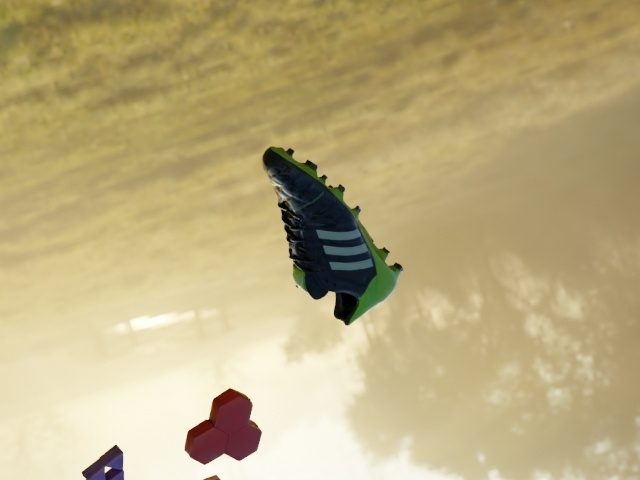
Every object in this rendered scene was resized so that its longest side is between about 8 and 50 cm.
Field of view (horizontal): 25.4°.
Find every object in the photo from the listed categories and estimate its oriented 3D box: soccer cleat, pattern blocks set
[{"bbox_3d":[0.000,0.000,1.090,0.072,0.179,0.060,-46,-140,-8],"label":"soccer cleat"},{"bbox_3d":[-0.153,0.321,1.411,0.285,0.325,0.026,-25,-142,-20],"label":"pattern blocks set"}]
